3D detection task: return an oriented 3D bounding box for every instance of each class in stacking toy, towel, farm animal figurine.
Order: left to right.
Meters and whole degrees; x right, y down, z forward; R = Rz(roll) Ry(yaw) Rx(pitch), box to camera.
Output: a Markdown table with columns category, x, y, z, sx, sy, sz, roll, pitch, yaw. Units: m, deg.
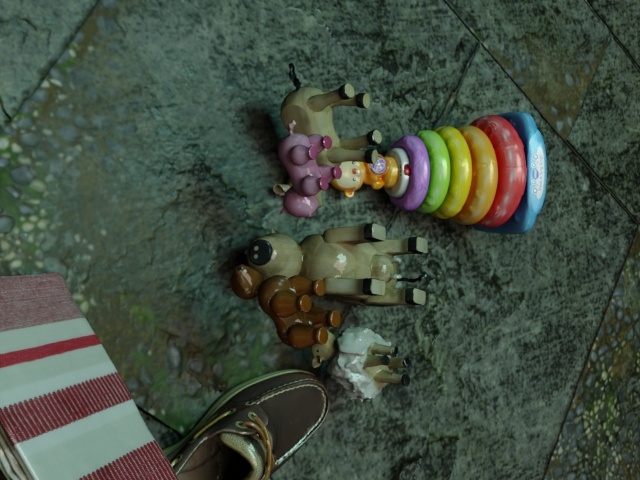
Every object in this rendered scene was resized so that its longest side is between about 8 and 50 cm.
| category | x | y | z | sx | sy | sz | roll | pitch | yaw |
| --- | --- | --- | --- | --- | --- | --- | --- | --- | --- |
| towel | -0.237 | 0.179 | 0.888 | 0.329 | 0.037 | 0.237 | 58 | 12 | 7 |
| farm animal figurine | 0.000 | 0.000 | 1.162 | 0.327 | 0.172 | 0.330 | 39 | 57 | -43 |
| stacking toy | 0.148 | -0.096 | 1.300 | 0.302 | 0.166 | 0.175 | 0 | 92 | -23 |

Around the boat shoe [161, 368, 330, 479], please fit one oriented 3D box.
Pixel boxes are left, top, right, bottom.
| category | x | y | z | sx | sy | sz | roll | pitch | yaw |
| --- | --- | --- | --- | --- | --- | --- | --- | --- | --- |
| boat shoe | -0.102 | 0.258 | 1.083 | 0.342 | 0.123 | 0.123 | -24 | 102 | -36 |
